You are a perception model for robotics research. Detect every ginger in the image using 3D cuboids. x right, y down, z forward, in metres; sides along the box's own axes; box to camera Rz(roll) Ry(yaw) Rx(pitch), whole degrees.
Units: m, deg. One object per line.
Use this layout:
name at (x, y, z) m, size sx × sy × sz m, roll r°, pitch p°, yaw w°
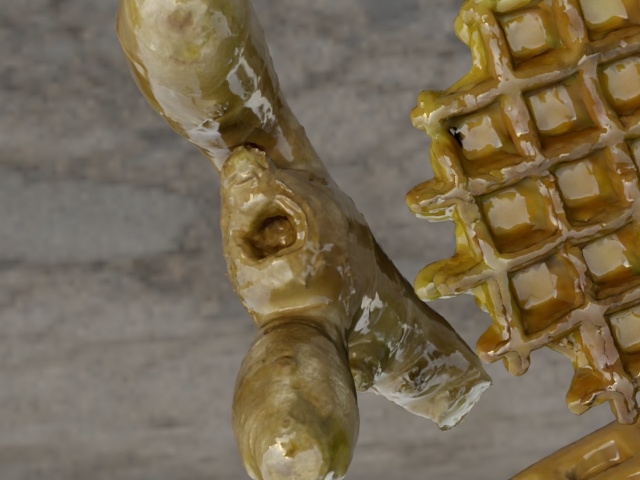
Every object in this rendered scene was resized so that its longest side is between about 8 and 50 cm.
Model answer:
ginger at (-0.019, -0.006, 1.321) m, size 0.122 × 0.363 × 0.348 m, roll -27°, pitch 168°, yaw 11°

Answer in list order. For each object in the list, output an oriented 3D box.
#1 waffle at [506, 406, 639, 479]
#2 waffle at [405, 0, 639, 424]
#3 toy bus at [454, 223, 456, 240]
waffle at (0.254, 0.169, 1.225) m, size 0.327 × 0.098 × 0.224 m, roll -28°, pitch -158°, yaw -1°
waffle at (0.174, -0.049, 1.062) m, size 0.259 × 0.293 × 0.069 m, roll 18°, pitch -179°, yaw -9°
toy bus at (0.267, -0.046, 1.784) m, size 0.292 × 0.133 × 0.125 m, roll -31°, pitch -166°, yaw 13°
